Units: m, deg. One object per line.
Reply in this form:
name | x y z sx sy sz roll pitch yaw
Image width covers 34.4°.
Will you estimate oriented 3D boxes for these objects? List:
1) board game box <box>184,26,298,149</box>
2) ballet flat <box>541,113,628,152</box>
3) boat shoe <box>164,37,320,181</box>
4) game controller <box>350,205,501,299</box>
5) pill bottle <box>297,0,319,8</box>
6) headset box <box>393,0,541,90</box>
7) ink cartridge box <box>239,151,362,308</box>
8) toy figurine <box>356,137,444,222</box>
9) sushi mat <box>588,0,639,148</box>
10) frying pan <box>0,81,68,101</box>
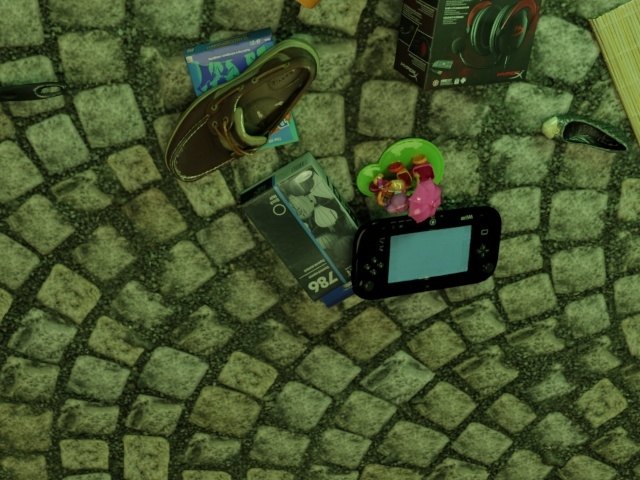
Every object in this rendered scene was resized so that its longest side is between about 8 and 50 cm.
board game box | -0.140 -0.261 1.861 0.160 0.047 0.210 -14 121 3
ballet flat | 0.501 -0.202 1.950 0.173 0.049 0.057 8 119 -9
boat shoe | -0.139 -0.209 1.791 0.342 0.123 0.123 -35 117 16
game controller | 0.206 0.021 2.005 0.319 0.067 0.167 -8 124 -21
pill bottle | 0.035 -0.496 1.691 0.130 0.130 0.245 37 111 -23
headset box | 0.257 -0.414 1.731 0.218 0.110 0.293 -9 123 -26
ink cartridge box | 0.000 0.000 2.020 0.165 0.065 0.333 -31 119 12
toy figurine | 0.157 -0.093 1.921 0.173 0.159 0.130 -16 120 5
sushi mat | 0.620 -0.310 1.915 0.151 0.019 0.317 -27 119 10
frying pan | -0.630 -0.273 1.811 0.326 0.053 0.197 -28 119 9
